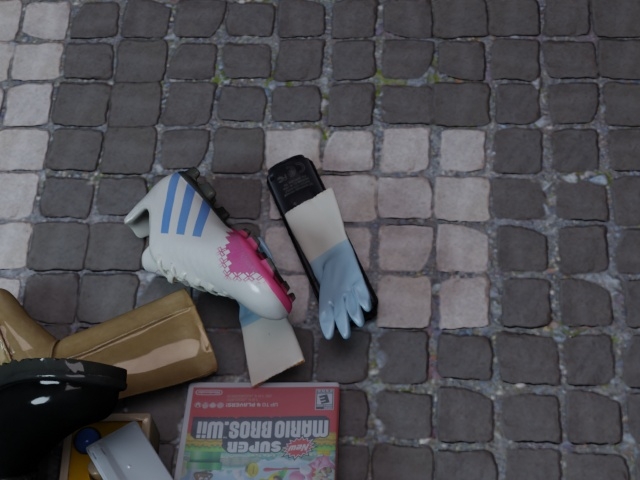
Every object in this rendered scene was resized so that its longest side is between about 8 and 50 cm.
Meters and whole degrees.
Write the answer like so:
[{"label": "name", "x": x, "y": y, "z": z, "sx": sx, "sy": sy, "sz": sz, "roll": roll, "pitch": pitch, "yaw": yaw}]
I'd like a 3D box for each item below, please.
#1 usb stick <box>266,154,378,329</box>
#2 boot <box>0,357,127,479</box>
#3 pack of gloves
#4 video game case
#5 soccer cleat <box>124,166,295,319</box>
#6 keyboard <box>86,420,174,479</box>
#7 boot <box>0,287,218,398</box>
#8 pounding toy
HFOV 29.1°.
[{"label": "usb stick", "x": 0.000, "y": 0.000, "z": 1.740, "sx": 0.077, "sy": 0.045, "sz": 0.278, "roll": -24, "pitch": 62, "yaw": 0}, {"label": "boot", "x": -0.361, "y": 0.292, "z": 1.478, "sx": 0.348, "sy": 0.131, "sz": 0.260, "roll": -20, "pitch": 68, "yaw": 33}, {"label": "pack of gloves", "x": -0.027, "y": 0.068, "z": 1.684, "sx": 0.195, "sy": 0.046, "sz": 0.232, "roll": -30, "pitch": 52, "yaw": 16}, {"label": "video game case", "x": -0.081, "y": 0.291, "z": 1.543, "sx": 0.204, "sy": 0.025, "sz": 0.285, "roll": -1, "pitch": 42, "yaw": 4}, {"label": "soccer cleat", "x": -0.156, "y": 0.029, "z": 1.678, "sx": 0.143, "sy": 0.116, "sz": 0.331, "roll": -37, "pitch": 44, "yaw": -6}, {"label": "keyboard", "x": -0.195, "y": 0.323, "z": 1.476, "sx": 0.072, "sy": 0.014, "sz": 0.256, "roll": -24, "pitch": 53, "yaw": -23}, {"label": "boot", "x": -0.302, "y": 0.126, "z": 1.674, "sx": 0.269, "sy": 0.089, "sz": 0.236, "roll": -21, "pitch": 67, "yaw": -10}, {"label": "pounding toy", "x": -0.261, "y": 0.292, "z": 1.562, "sx": 0.130, "sy": 0.100, "sz": 0.141, "roll": -1, "pitch": 61, "yaw": 3}]
